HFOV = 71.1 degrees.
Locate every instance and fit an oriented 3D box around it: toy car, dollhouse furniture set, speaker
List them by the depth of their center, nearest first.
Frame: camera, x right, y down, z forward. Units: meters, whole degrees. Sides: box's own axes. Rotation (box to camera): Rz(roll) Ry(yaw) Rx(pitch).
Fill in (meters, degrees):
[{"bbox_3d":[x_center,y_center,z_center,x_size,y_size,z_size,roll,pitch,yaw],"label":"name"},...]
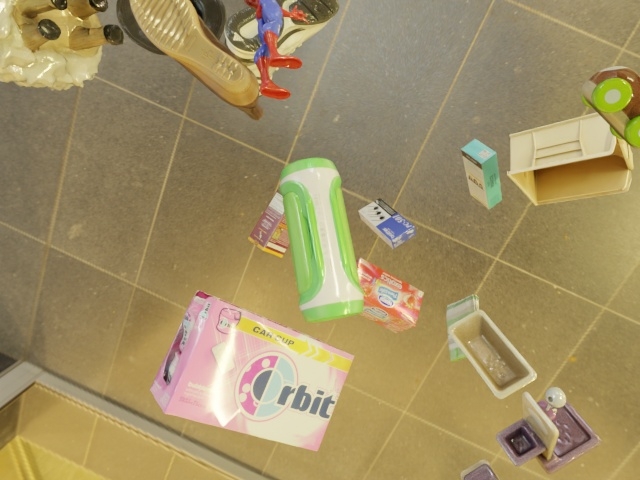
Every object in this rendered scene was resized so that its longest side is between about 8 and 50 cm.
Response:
[{"bbox_3d":[0.108,0.094,0.295,0.090,0.114,0.081,-30,137,-1],"label":"dollhouse furniture set"},{"bbox_3d":[0.541,-0.255,0.710,0.149,0.155,0.188,48,119,2],"label":"toy car"},{"bbox_3d":[0.000,0.000,0.855,0.131,0.131,0.297,-13,77,14],"label":"speaker"}]

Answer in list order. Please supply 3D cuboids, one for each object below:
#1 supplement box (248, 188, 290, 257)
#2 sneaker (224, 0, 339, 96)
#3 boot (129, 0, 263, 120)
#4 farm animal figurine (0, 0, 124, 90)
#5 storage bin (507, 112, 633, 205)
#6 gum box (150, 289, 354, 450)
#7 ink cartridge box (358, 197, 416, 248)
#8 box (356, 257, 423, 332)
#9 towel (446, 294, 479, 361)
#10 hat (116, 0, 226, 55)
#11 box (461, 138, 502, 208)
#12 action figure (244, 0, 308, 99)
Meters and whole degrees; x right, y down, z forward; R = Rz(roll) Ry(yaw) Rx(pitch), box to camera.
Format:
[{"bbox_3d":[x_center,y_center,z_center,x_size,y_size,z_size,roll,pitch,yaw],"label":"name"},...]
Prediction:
[{"bbox_3d":[-0.128,-0.054,1.410,0.080,0.104,0.188,33,94,34],"label":"supplement box"},{"bbox_3d":[-0.140,-0.602,1.348,0.169,0.447,0.257,46,149,0],"label":"sneaker"},{"bbox_3d":[-0.209,-0.320,0.796,0.248,0.207,0.090,42,90,-1],"label":"boot"},{"bbox_3d":[-0.304,-0.216,0.213,0.172,0.327,0.331,3,119,29],"label":"farm animal figurine"},{"bbox_3d":[0.687,-0.212,1.226,0.260,0.262,0.123,-8,69,40],"label":"storage bin"},{"bbox_3d":[-0.068,0.134,0.459,0.188,0.062,0.107,30,78,-31],"label":"gum box"},{"bbox_3d":[0.227,-0.063,1.545,0.097,0.207,0.046,-31,134,-10],"label":"ink cartridge box"},{"bbox_3d":[0.188,0.181,1.445,0.256,0.128,0.122,29,150,-13],"label":"box"},{"bbox_3d":[0.369,0.225,1.146,0.023,0.152,0.113,16,148,-21],"label":"towel"},{"bbox_3d":[-0.464,-0.682,1.427,0.330,0.134,0.332,2,72,-7],"label":"hat"},{"bbox_3d":[0.541,-0.218,1.496,0.060,0.101,0.244,-36,140,-1],"label":"box"},{"bbox_3d":[-0.050,-0.353,0.719,0.138,0.281,0.091,-2,152,-26],"label":"action figure"}]
